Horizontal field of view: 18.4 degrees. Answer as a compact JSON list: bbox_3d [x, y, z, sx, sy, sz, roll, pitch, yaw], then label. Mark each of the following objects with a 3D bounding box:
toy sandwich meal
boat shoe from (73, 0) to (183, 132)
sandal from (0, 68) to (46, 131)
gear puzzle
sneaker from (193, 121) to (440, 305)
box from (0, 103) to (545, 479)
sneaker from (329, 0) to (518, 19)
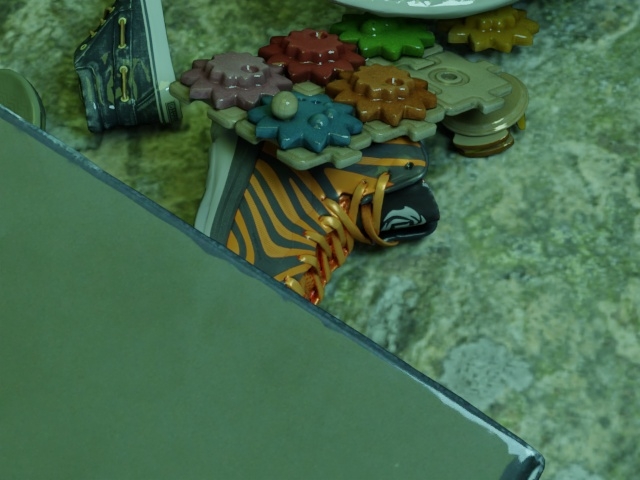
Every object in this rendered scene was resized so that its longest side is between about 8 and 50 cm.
[{"bbox_3d":[0.135,-0.106,1.628,0.085,0.029,0.085,-8,46,8],"label":"toy sandwich meal"},{"bbox_3d":[-0.172,-0.174,1.675,0.083,0.065,0.183,-10,56,-4],"label":"boat shoe"},{"bbox_3d":[-0.348,-0.039,1.586,0.303,0.086,0.120,-37,61,-19],"label":"sandal"},{"bbox_3d":[0.058,-0.146,1.579,0.339,0.044,0.175,-22,40,-38],"label":"gear puzzle"},{"bbox_3d":[0.000,0.000,1.507,0.180,0.124,0.321,0,56,6],"label":"sneaker"},{"bbox_3d":[-0.162,0.149,1.127,0.480,0.472,0.297,32,79,9],"label":"box"},{"bbox_3d":[0.140,-0.248,1.658,0.366,0.150,0.135,-7,85,-13],"label":"sneaker"}]
